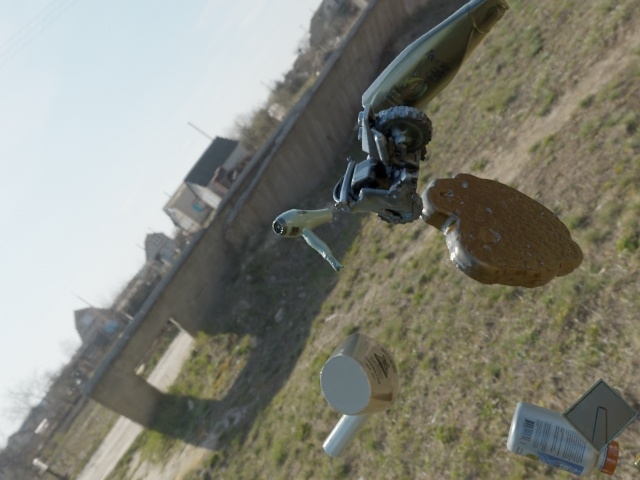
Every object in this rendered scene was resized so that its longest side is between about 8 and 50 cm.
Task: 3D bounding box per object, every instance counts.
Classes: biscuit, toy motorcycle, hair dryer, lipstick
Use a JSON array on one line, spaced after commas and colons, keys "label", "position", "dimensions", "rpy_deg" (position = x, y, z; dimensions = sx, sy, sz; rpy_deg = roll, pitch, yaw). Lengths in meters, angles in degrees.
[{"label": "biscuit", "position": [0.381, -0.021, 1.219], "dimensions": [0.381, 0.358, 0.074], "rpy_deg": [-34, -28, -45]}, {"label": "toy motorcycle", "position": [0.093, -0.113, 0.899], "dimensions": [0.271, 0.158, 0.106], "rpy_deg": [79, -160, -57]}, {"label": "hair dryer", "position": [0.007, -0.021, 1.777], "dimensions": [0.229, 0.267, 0.092], "rpy_deg": [-40, -19, -53]}, {"label": "lipstick", "position": [0.095, 0.419, 1.374], "dimensions": [0.264, 0.059, 0.059], "rpy_deg": [-59, 9, 16]}]

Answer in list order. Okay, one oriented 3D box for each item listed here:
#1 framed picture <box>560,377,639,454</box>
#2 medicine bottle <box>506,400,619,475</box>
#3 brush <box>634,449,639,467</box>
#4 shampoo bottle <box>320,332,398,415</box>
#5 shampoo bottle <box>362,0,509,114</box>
[{"label": "framed picture", "position": [0.639, 0.399, 1.287], "dimensions": [0.149, 0.109, 0.011], "rpy_deg": [-31, -28, -20]}, {"label": "medicine bottle", "position": [0.713, 0.593, 1.662], "dimensions": [0.157, 0.288, 0.157], "rpy_deg": [15, -90, -70]}, {"label": "brush", "position": [0.883, 0.423, 1.387], "dimensions": [0.085, 0.020, 0.337], "rpy_deg": [-1, -56, -59]}, {"label": "shampoo bottle", "position": [0.070, 0.202, 0.856], "dimensions": [0.078, 0.127, 0.257], "rpy_deg": [-33, -13, 10]}, {"label": "shampoo bottle", "position": [0.242, -0.385, 1.201], "dimensions": [0.350, 0.125, 0.084], "rpy_deg": [-39, 39, 34]}]
